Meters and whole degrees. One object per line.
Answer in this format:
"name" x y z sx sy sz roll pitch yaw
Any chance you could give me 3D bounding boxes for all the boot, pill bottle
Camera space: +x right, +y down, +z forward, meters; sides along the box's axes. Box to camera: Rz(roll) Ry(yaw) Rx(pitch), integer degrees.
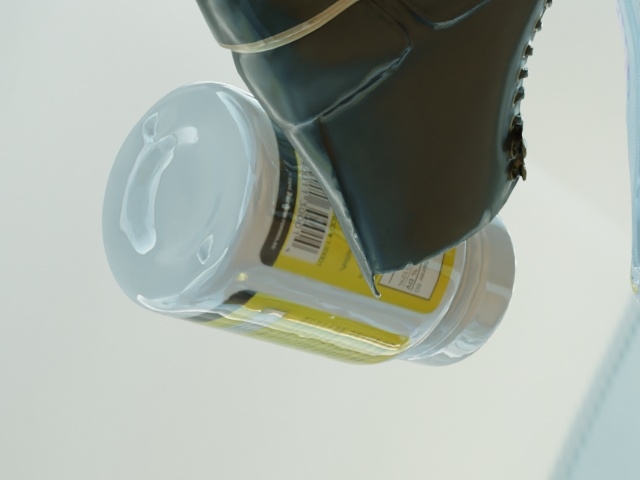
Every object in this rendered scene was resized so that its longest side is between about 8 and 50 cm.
"boot" 0.068 -0.081 0.689 0.198 0.077 0.137 -28 -60 -2
"pill bottle" 0.000 0.000 1.027 0.208 0.119 0.119 19 -103 -44

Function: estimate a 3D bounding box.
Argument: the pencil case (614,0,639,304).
"pencil case" 0.222 -0.092 1.128 0.124 0.113 0.273 8 -110 -37
